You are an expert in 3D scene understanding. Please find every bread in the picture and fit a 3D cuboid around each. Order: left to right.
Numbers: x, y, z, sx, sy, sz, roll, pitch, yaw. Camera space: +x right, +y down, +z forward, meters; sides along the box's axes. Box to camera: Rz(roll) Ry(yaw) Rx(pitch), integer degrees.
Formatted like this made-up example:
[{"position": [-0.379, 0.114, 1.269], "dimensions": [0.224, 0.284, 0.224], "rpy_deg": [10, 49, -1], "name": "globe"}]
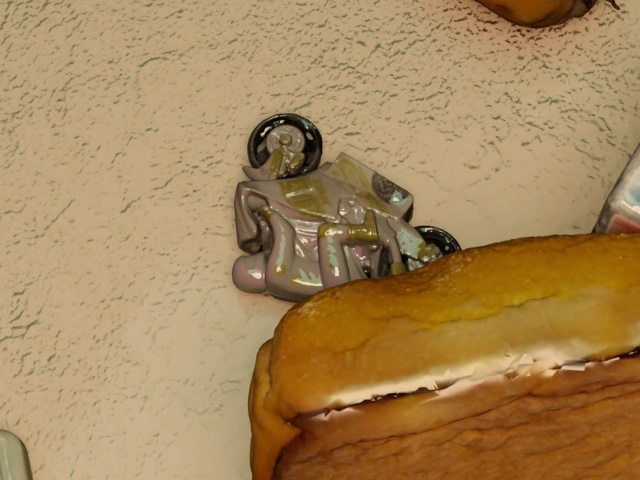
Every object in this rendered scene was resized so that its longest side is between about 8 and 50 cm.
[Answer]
[{"position": [0.123, 0.150, 0.976], "dimensions": [0.337, 0.328, 0.148], "rpy_deg": [-13, 41, 2], "name": "bread"}]

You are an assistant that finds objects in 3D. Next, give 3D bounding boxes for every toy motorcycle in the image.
[{"position": [0.000, 0.000, 1.142], "dimensions": [0.225, 0.073, 0.152], "rpy_deg": [40, 77, 15], "name": "toy motorcycle"}]

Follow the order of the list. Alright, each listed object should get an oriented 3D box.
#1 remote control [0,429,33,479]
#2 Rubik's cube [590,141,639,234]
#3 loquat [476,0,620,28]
[{"position": [-0.368, 0.242, 1.068], "dimensions": [0.296, 0.056, 0.140], "rpy_deg": [-13, 69, -5], "name": "remote control"}, {"position": [0.364, -0.021, 1.049], "dimensions": [0.259, 0.253, 0.256], "rpy_deg": [30, 74, 10], "name": "Rubik's cube"}, {"position": [0.177, -0.283, 1.188], "dimensions": [0.187, 0.176, 0.234], "rpy_deg": [-40, 85, -12], "name": "loquat"}]
